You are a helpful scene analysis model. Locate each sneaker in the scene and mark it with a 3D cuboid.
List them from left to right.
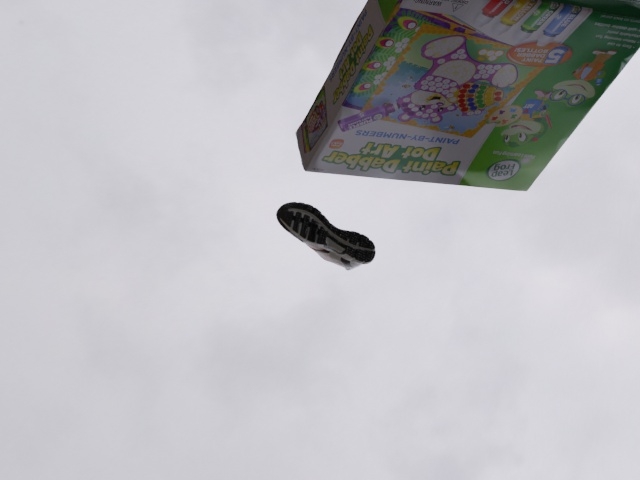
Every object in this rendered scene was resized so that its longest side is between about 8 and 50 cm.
[{"bbox_3d":[0.000,0.000,1.143,0.109,0.040,0.043,30,-33,-14],"label":"sneaker"}]

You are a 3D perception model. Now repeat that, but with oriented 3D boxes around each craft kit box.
[{"bbox_3d":[0.134,-0.146,1.031,0.247,0.249,0.061,123,-36,-51],"label":"craft kit box"}]
